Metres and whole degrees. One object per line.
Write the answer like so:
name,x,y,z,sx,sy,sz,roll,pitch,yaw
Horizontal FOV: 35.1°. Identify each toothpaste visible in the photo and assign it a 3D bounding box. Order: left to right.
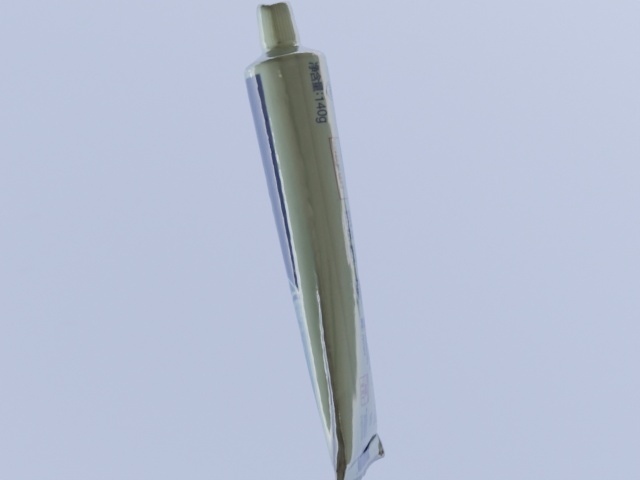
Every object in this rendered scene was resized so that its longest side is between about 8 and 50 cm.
toothpaste,0.000,0.000,0.564,0.047,0.069,0.269,-12,-88,-11
